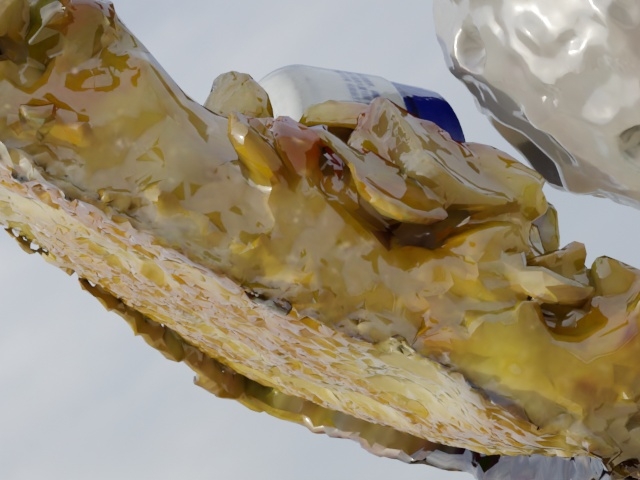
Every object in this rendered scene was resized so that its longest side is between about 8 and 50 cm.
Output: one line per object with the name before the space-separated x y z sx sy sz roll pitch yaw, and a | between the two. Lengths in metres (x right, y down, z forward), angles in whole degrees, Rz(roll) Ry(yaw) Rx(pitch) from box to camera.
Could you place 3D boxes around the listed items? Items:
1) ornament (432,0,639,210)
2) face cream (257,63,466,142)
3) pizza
ornament | 0.220 -0.181 1.089 0.337 0.337 0.337 -40 -18 -16
face cream | 0.000 0.000 1.123 0.111 0.206 0.206 9 -43 -18
pizza | -0.030 0.000 0.582 0.074 0.287 0.251 -61 -3 -15
